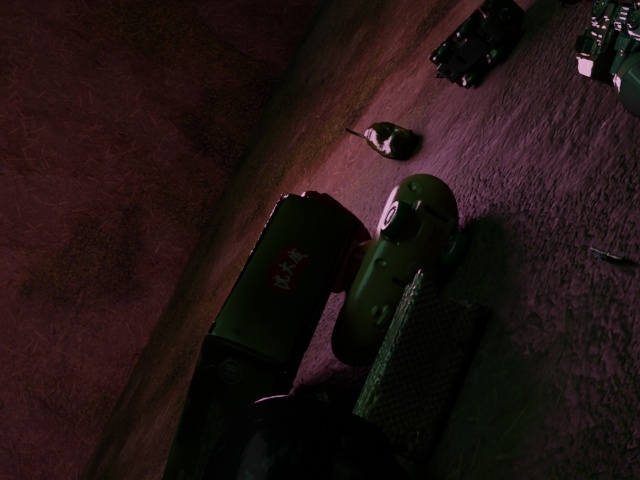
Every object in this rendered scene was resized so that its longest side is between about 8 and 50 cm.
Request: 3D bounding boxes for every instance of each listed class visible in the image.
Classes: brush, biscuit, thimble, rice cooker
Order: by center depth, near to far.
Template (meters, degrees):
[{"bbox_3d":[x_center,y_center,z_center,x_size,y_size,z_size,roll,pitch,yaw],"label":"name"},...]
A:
[{"bbox_3d":[0.329,0.019,1.349,0.083,0.016,0.013,-150,79,-77],"label":"brush"},{"bbox_3d":[-0.026,0.337,1.433,0.267,0.267,0.224,-46,25,40],"label":"rice cooker"},{"bbox_3d":[0.128,0.162,1.548,0.238,0.108,0.062,-65,9,-22],"label":"biscuit"},{"bbox_3d":[0.004,0.004,2.197,0.125,0.163,0.189,-54,28,17],"label":"thimble"}]

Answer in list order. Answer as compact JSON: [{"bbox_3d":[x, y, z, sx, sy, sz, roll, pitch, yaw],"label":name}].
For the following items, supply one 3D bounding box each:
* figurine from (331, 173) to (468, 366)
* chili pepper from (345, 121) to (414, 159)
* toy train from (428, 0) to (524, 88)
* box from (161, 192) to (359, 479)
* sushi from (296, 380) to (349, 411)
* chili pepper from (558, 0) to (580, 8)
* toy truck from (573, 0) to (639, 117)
[{"bbox_3d":[0.106,0.044,1.853,0.324,0.124,0.222,-63,14,-3],"label":"figurine"},{"bbox_3d":[0.133,-0.205,2.395,0.072,0.073,0.204,-42,24,-7],"label":"chili pepper"},{"bbox_3d":[0.288,-0.367,2.175,0.136,0.091,0.228,-55,8,-36],"label":"toy train"},{"bbox_3d":[-0.101,0.193,1.897,0.373,0.138,0.420,-62,-6,-49],"label":"box"},{"bbox_3d":[-0.049,0.335,1.692,0.291,0.131,0.139,-60,-20,0],"label":"sushi"},{"bbox_3d":[0.444,-0.436,1.854,0.169,0.065,0.088,-32,16,48],"label":"chili pepper"},{"bbox_3d":[0.397,-0.218,1.451,0.256,0.108,0.140,-124,53,-72],"label":"toy truck"}]
